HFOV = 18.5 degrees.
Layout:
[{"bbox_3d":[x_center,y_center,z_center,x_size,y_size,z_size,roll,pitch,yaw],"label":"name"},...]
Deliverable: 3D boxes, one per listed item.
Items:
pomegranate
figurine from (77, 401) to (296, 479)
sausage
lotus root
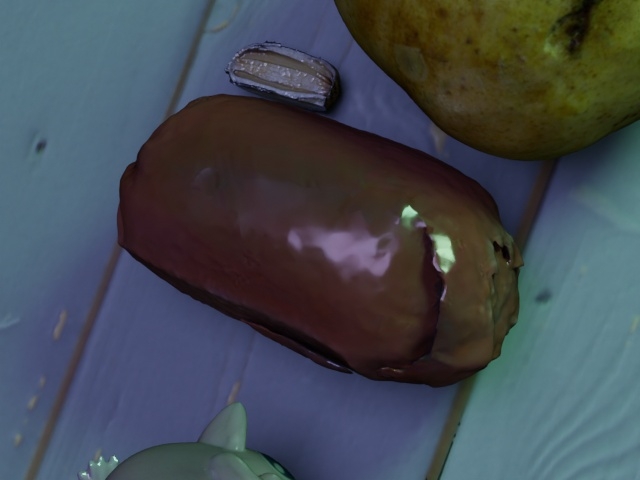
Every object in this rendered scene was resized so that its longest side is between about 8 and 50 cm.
[{"bbox_3d":[0.135,-0.186,1.217,0.260,0.260,0.260,-4,78,18],"label":"pomegranate"},{"bbox_3d":[-0.091,0.247,1.267,0.287,0.186,0.176,-59,27,21],"label":"figurine"},{"bbox_3d":[0.000,0.000,1.268,0.279,0.152,0.152,23,87,21],"label":"sausage"},{"bbox_3d":[-0.023,-0.114,1.362,0.083,0.030,0.037,17,83,20],"label":"lotus root"}]
